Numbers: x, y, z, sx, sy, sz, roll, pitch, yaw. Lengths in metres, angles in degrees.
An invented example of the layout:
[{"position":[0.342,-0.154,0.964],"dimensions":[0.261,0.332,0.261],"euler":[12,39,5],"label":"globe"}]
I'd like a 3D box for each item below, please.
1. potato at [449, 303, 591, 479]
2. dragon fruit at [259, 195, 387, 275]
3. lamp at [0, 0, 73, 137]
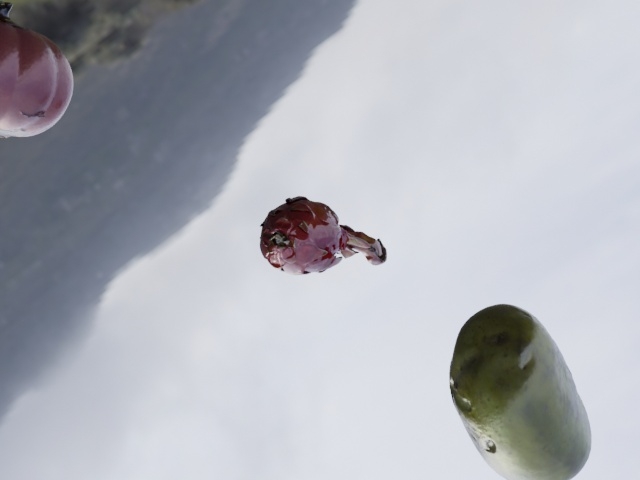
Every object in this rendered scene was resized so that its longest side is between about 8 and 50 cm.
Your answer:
[{"position":[0.243,0.195,2.046],"dimensions":[0.148,0.228,0.197],"euler":[-4,-121,29],"label":"potato"},{"position":[0.000,0.000,1.950],"dimensions":[0.094,0.094,0.190],"euler":[-29,156,38],"label":"dragon fruit"},{"position":[-0.352,-0.183,1.779],"dimensions":[0.182,0.182,0.140],"euler":[174,-73,-72],"label":"lamp"}]
